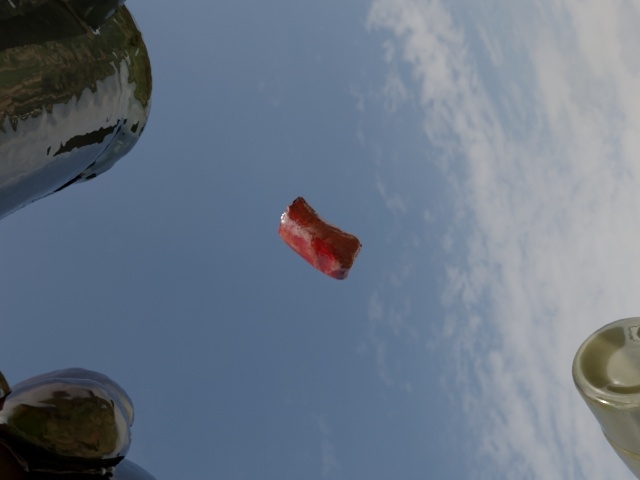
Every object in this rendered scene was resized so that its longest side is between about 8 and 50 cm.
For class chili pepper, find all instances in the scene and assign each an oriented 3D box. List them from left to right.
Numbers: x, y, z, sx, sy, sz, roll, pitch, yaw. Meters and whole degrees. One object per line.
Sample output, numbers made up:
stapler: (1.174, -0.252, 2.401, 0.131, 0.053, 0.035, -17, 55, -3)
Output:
chili pepper: (0.000, 0.000, 0.809, 0.123, 0.073, 0.070, 35, -174, 18)

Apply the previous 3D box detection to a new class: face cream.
face cream: (0.307, 0.203, 0.461, 0.341, 0.084, 0.137, 52, -175, -22)

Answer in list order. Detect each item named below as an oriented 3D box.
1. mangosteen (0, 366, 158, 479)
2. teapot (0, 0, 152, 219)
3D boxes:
mangosteen: (-0.284, 0.279, 0.470, 0.382, 0.382, 0.434, 5, -120, -45)
teapot: (-0.214, -0.094, 0.324, 0.200, 0.271, 0.337, 55, -160, -15)
